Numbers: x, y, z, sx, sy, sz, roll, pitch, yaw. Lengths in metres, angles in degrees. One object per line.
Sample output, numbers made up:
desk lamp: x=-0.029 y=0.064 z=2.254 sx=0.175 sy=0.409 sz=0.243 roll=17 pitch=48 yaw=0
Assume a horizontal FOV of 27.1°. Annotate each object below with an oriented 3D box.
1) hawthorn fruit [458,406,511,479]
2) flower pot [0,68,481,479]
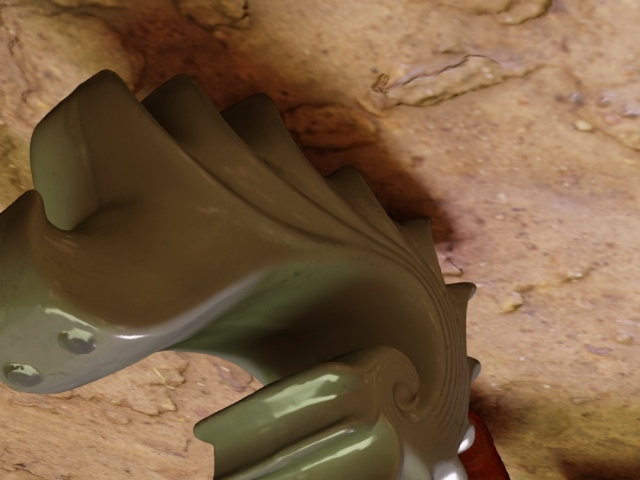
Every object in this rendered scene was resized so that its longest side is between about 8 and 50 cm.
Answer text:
hawthorn fruit: x=0.067 y=0.247 z=1.258 sx=0.205 sy=0.205 sz=0.253 roll=22 pitch=159 yaw=-6
flower pot: x=-0.049 y=0.042 z=0.881 sx=0.367 sy=0.254 sz=0.165 roll=38 pitch=131 yaw=-27
